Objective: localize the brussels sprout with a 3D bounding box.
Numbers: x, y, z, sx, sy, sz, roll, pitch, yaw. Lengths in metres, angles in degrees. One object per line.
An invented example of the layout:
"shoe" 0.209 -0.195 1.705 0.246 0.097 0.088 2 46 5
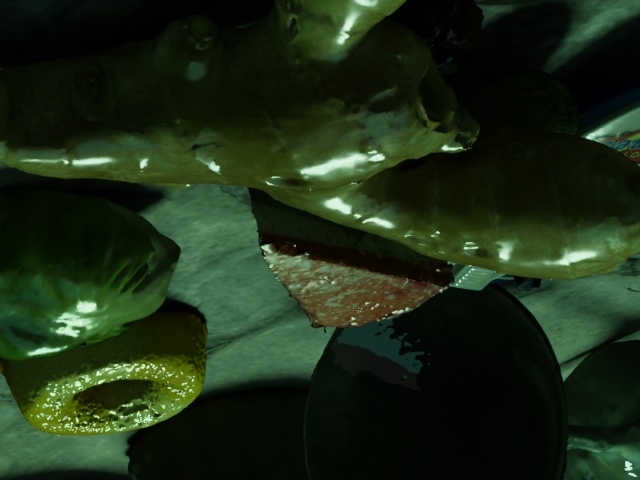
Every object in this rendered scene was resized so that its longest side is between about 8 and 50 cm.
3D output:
"brussels sprout" -0.191 0.024 1.270 0.181 0.100 0.139 11 133 -14

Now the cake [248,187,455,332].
"cake" -0.012 0.010 1.341 0.117 0.086 0.220 -35 150 34

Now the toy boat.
"toy boat" 0.190 -0.042 1.340 0.129 0.088 0.295 2 152 -25

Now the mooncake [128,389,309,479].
"mooncake" -0.073 0.241 1.775 0.228 0.124 0.228 -12 157 -5

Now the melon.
"melon" 0.117 -0.058 1.250 0.099 0.099 0.162 3 149 -35

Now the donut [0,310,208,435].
"donut" -0.175 0.113 1.502 0.178 0.065 0.162 0 152 -27

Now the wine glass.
"wine glass" 0.206 0.177 1.648 0.267 0.267 0.406 -30 156 30

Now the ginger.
"ginger" -0.004 -0.070 1.095 0.348 0.122 0.363 -15 144 26

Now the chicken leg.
"chicken leg" 0.054 -0.118 1.145 0.089 0.048 0.219 3 151 -41
